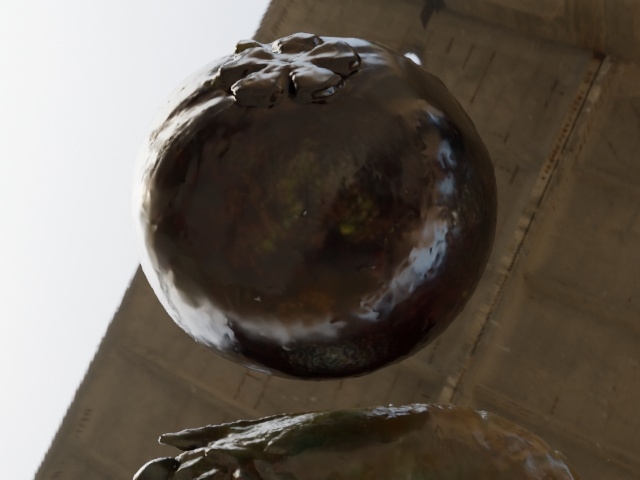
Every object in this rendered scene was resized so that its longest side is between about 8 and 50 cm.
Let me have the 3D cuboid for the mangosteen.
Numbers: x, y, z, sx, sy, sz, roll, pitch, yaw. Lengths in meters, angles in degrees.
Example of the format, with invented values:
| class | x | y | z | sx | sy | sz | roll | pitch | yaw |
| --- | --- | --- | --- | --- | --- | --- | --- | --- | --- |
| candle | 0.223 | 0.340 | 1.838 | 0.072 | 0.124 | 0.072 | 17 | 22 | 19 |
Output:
| class | x | y | z | sx | sy | sz | roll | pitch | yaw |
| --- | --- | --- | --- | --- | --- | --- | --- | --- | --- |
| mangosteen | 0.000 | 0.000 | 0.518 | 0.231 | 0.289 | 0.231 | -4 | -127 | 5 |

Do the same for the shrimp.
| class | x | y | z | sx | sy | sz | roll | pitch | yaw |
| --- | --- | --- | --- | --- | --- | --- | --- | --- | --- |
| shrimp | 0.015 | 0.175 | 0.443 | 0.317 | 0.077 | 0.168 | -1 | -131 | -8 |
